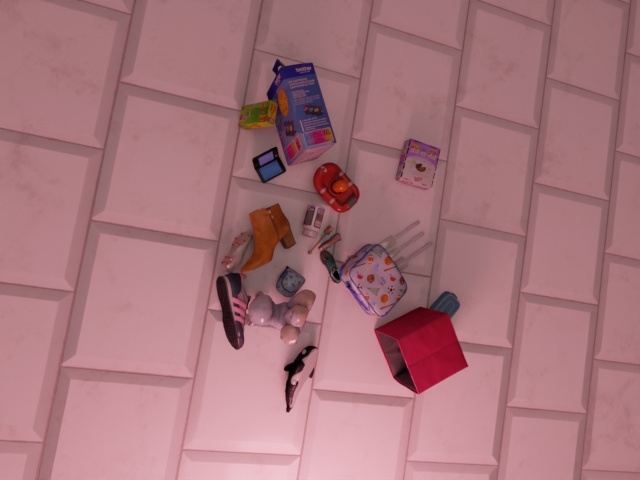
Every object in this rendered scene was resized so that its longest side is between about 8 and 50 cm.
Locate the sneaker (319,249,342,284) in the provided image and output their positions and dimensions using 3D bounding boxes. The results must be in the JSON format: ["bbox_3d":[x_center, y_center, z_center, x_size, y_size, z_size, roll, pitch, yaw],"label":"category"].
[{"bbox_3d":[0.053,0.117,1.786,0.065,0.076,0.166,-29,95,-14],"label":"sneaker"}]

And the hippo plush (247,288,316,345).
[{"bbox_3d":[-0.166,0.275,1.649,0.237,0.294,0.234,23,80,4],"label":"hippo plush"}]

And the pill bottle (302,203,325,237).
[{"bbox_3d":[-0.033,-0.084,1.772,0.078,0.078,0.137,16,84,-13],"label":"pill bottle"}]

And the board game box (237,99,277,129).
[{"bbox_3d":[-0.262,-0.519,1.685,0.043,0.181,0.092,15,83,-50],"label":"board game box"}]

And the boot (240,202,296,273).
[{"bbox_3d":[-0.253,-0.015,1.688,0.295,0.104,0.211,-34,104,-30],"label":"boot"}]

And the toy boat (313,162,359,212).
[{"bbox_3d":[0.076,-0.237,1.767,0.151,0.151,0.231,-45,98,-12],"label":"toy boat"}]

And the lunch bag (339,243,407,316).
[{"bbox_3d":[0.227,0.174,1.785,0.243,0.115,0.303,-42,106,-19],"label":"lunch bag"}]

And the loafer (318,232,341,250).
[{"bbox_3d":[0.045,0.014,1.801,0.125,0.045,0.039,-37,110,-24],"label":"loafer"}]

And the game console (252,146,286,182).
[{"bbox_3d":[-0.218,-0.324,1.741,0.122,0.107,0.071,-31,67,-14],"label":"game console"}]

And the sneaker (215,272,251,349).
[{"bbox_3d":[-0.334,0.288,1.675,0.131,0.112,0.319,-15,104,-43],"label":"sneaker"}]

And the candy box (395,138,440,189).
[{"bbox_3d":[0.458,-0.356,1.908,0.165,0.070,0.196,16,83,-13],"label":"candy box"}]

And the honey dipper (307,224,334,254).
[{"bbox_3d":[0.000,0.000,1.803,0.030,0.030,0.160,40,82,-9],"label":"honey dipper"}]

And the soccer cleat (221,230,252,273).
[{"bbox_3d":[-0.346,0.049,1.703,0.068,0.076,0.196,17,64,27],"label":"soccer cleat"}]

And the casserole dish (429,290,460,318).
[{"bbox_3d":[0.592,0.329,1.933,0.188,0.037,0.114,-45,98,-10],"label":"casserole dish"}]

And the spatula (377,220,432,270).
[{"bbox_3d":[0.405,0.027,1.910,0.242,0.019,0.168,-32,90,-14],"label":"spatula"}]

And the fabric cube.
[{"bbox_3d":[0.432,0.469,1.778,0.258,0.254,0.259,-22,93,-15],"label":"fabric cube"}]

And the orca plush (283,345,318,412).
[{"bbox_3d":[-0.109,0.578,1.743,0.151,0.102,0.287,10,97,-58],"label":"orca plush"}]

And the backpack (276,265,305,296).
[{"bbox_3d":[-0.133,0.183,1.734,0.105,0.084,0.114,37,83,-8],"label":"backpack"}]

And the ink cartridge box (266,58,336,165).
[{"bbox_3d":[-0.095,-0.540,1.675,0.151,0.270,0.395,-16,92,-19],"label":"ink cartridge box"}]
